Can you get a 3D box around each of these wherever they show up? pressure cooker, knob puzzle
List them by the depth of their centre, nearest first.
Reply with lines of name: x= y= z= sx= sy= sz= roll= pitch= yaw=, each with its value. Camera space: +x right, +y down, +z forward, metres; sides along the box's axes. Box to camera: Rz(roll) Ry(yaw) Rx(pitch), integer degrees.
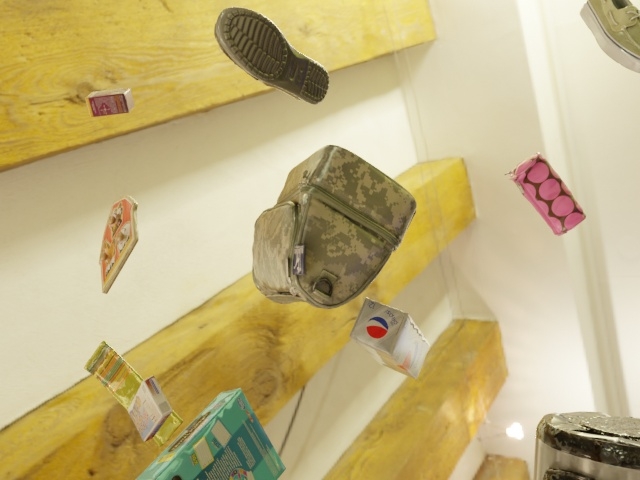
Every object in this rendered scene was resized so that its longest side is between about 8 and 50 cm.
pressure cooker: x=0.619 y=0.585 z=1.264 sx=0.370 sy=0.375 sz=0.420 roll=16 pitch=-103 yaw=-78
knob puzzle: x=-0.438 y=-0.015 z=1.323 sx=0.030 sy=0.213 sz=0.213 roll=15 pitch=-107 yaw=-34

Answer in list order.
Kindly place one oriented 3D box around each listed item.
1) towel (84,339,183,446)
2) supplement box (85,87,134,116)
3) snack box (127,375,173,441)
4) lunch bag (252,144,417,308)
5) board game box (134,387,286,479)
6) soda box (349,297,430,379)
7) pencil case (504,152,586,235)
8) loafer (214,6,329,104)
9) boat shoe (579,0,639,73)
towel: x=-0.389 y=0.317 z=1.296 sx=0.237 sy=0.102 sz=0.021 roll=44 pitch=-146 yaw=7
supplement box: x=-0.439 y=-0.289 z=1.310 sx=0.055 sy=0.083 sz=0.043 roll=-93 pitch=-4 yaw=-64
snack box: x=-0.282 y=0.279 z=1.028 sx=0.022 sy=0.178 sz=0.064 roll=-25 pitch=-106 yaw=-34
lunch bag: x=0.000 y=0.000 z=1.129 sx=0.212 sy=0.305 sz=0.256 roll=31 pitch=-104 yaw=-15
board game box: x=-0.249 y=0.558 z=1.493 sx=0.336 sy=0.079 sz=0.253 roll=-40 pitch=-74 yaw=-54
soda box: x=0.156 y=0.217 z=1.345 sx=0.091 sy=0.098 sz=0.286 roll=-64 pitch=-26 yaw=-13
pencil case: x=0.544 y=-0.105 z=1.508 sx=0.209 sy=0.095 sz=0.098 roll=47 pitch=-120 yaw=-8
loafer: x=-0.091 y=-0.301 z=1.057 sx=0.251 sy=0.087 sz=0.094 roll=28 pitch=-98 yaw=-47
boat shoe: x=0.704 y=-0.502 z=1.466 sx=0.109 sy=0.094 sz=0.302 roll=1 pitch=-132 yaw=-19
